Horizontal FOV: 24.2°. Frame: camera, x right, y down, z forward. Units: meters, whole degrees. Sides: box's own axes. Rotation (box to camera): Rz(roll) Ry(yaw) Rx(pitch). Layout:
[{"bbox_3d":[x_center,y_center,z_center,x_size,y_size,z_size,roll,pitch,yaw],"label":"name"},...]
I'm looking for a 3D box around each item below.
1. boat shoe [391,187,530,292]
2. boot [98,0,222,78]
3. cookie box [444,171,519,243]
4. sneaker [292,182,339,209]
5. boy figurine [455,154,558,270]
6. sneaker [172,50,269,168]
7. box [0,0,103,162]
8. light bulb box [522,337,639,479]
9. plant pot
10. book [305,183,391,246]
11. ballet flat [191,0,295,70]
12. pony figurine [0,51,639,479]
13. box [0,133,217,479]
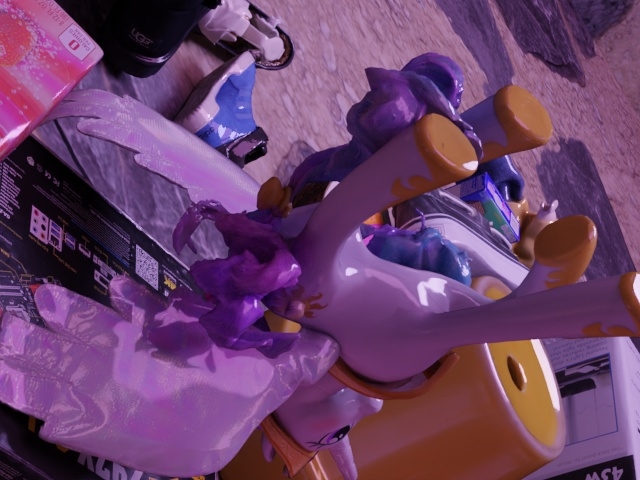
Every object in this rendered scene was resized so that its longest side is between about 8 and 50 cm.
[{"bbox_3d":[0.183,0.018,1.789,0.335,0.121,0.119,43,32,-56],"label":"boat shoe"},{"bbox_3d":[-0.091,-0.276,1.323,0.094,0.207,0.246,36,45,-14],"label":"boot"},{"bbox_3d":[0.181,-0.023,1.863,0.092,0.107,0.040,53,28,-27],"label":"cookie box"},{"bbox_3d":[0.000,0.000,1.492,0.086,0.064,0.192,61,25,-12],"label":"sneaker"},{"bbox_3d":[0.246,-0.023,1.939,0.092,0.177,0.285,-33,108,-36],"label":"boy figurine"},{"bbox_3d":[-0.083,-0.117,1.433,0.084,0.058,0.152,52,30,-17],"label":"sneaker"},{"bbox_3d":[-0.289,-0.139,0.797,0.300,0.142,0.154,46,33,-10],"label":"box"},{"bbox_3d":[0.314,0.354,1.635,0.358,0.225,0.361,52,27,-32],"label":"light bulb box"},{"bbox_3d":[0.069,0.149,1.279,0.254,0.239,0.254,48,29,-38],"label":"plant pot"},{"bbox_3d":[0.038,-0.021,1.647,0.144,0.035,0.096,-1,72,-66],"label":"book"},{"bbox_3d":[-0.086,-0.221,1.501,0.203,0.074,0.074,31,41,-58],"label":"ballet flat"},{"bbox_3d":[-0.007,0.028,0.980,0.351,0.363,0.303,35,42,-26],"label":"pony figurine"},{"bbox_3d":[-0.187,0.069,1.001,0.322,0.079,0.257,44,33,-43],"label":"box"}]
